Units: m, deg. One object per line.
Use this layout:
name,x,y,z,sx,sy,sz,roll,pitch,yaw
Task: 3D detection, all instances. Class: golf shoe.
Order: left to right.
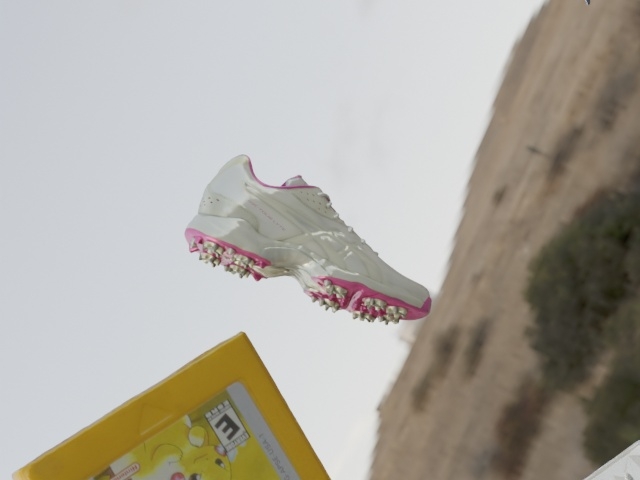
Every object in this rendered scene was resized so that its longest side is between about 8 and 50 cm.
golf shoe,0.000,0.000,1.888,0.115,0.306,0.140,-34,36,66

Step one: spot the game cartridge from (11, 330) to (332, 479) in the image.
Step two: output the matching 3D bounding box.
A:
game cartridge,-0.106,0.294,1.606,0.285,0.324,0.052,-32,-1,-30

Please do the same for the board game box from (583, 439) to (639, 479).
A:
board game box,0.344,0.413,1.557,0.050,0.390,0.390,-21,-17,-24

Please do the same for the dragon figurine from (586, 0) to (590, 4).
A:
dragon figurine,0.266,-0.307,1.728,0.085,0.144,0.289,-70,-21,-1
